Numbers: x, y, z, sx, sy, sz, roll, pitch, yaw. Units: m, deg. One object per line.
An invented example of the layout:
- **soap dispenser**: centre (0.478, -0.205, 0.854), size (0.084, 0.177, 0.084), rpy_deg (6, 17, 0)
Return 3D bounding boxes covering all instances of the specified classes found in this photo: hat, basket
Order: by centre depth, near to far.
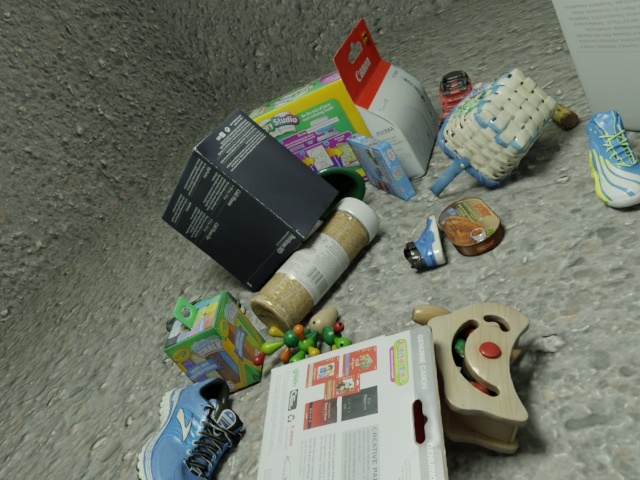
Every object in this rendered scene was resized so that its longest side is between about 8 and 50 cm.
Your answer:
- **basket**: centre (0.385, -0.242, 1.365), size (0.255, 0.201, 0.289), rpy_deg (-48, -5, -29)
- **hat**: centre (0.017, -0.169, 1.623), size (0.183, 0.173, 0.208), rpy_deg (-103, 30, -46)

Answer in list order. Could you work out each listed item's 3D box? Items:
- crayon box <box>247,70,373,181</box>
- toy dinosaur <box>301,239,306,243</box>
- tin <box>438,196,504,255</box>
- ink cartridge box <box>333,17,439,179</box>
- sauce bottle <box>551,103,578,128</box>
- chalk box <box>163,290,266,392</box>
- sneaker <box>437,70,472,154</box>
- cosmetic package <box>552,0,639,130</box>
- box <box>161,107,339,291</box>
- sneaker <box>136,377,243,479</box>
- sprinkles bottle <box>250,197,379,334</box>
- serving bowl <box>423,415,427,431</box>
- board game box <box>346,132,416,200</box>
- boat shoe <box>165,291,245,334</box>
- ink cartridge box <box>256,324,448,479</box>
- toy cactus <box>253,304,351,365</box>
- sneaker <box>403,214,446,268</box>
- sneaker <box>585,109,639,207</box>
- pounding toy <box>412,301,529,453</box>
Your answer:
- **crayon box**: centre (-0.003, -0.296, 1.743), size (0.363, 0.313, 0.106), rpy_deg (-17, 30, 31)
- **toy dinosaur**: centre (0.000, 0.000, 1.537), size (0.212, 0.064, 0.112), rpy_deg (-12, 8, 27)
- **tin**: centre (0.315, -0.032, 1.235), size (0.106, 0.040, 0.189), rpy_deg (-33, 25, 10)
- **ink cartridge box**: centre (0.196, -0.398, 1.609), size (0.091, 0.385, 0.308), rpy_deg (-15, 31, 31)
- **sauce bottle**: centre (0.571, -0.304, 1.410), size (0.042, 0.042, 0.128), rpy_deg (-29, 27, 9)
- **chalk box**: centre (-0.229, 0.205, 1.238), size (0.132, 0.213, 0.132), rpy_deg (-25, 27, 17)
- **sneaker**: centre (0.379, -0.328, 1.617), size (0.098, 0.135, 0.276), rpy_deg (-6, 58, 23)
- **cosmetic package**: centre (0.697, -0.448, 1.108), size (0.329, 0.393, 0.327), rpy_deg (-37, 26, -9)
- **box**: centre (-0.183, -0.085, 1.453), size (0.179, 0.312, 0.343), rpy_deg (-53, 5, -37)
- **sneaker**: centre (-0.225, 0.358, 1.064), size (0.147, 0.129, 0.330), rpy_deg (-31, 25, 10)
- **sprinkles bottle**: centre (-0.007, 0.053, 1.354), size (0.121, 0.121, 0.355), rpy_deg (2, 43, 51)
- **serving bowl**: centre (0.127, 0.288, 0.896), size (0.083, 0.027, 0.083), rpy_deg (-27, 27, 15)
- **board game box**: centre (0.157, -0.199, 1.565), size (0.039, 0.160, 0.211), rpy_deg (-36, 26, -8)
- **boat shoe**: centre (-0.312, 0.189, 1.518), size (0.255, 0.079, 0.095), rpy_deg (-15, 31, 34)
- **ink cartridge box**: centre (0.060, 0.297, 0.793), size (0.272, 0.130, 0.309), rpy_deg (-22, 37, 23)
- **toy cactus**: centre (-0.024, 0.188, 1.183), size (0.219, 0.112, 0.180), rpy_deg (-23, 16, 38)
- **sneaker**: centre (0.216, 0.004, 1.257), size (0.085, 0.058, 0.152), rpy_deg (-16, 36, 15)
- **sneaker**: centre (0.538, -0.163, 1.100), size (0.091, 0.126, 0.240), rpy_deg (-22, 27, 23)
- **pounding toy**: centre (0.234, 0.199, 0.884), size (0.154, 0.154, 0.269), rpy_deg (-3, 38, -2)
